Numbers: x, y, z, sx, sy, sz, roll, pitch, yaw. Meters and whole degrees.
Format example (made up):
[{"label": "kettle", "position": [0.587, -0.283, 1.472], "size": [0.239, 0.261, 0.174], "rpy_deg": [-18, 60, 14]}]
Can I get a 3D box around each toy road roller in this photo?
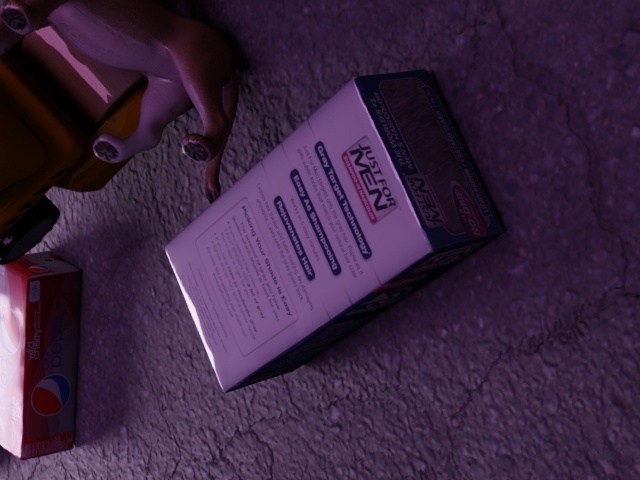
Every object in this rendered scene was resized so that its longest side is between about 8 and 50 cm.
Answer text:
[{"label": "toy road roller", "position": [-0.334, -0.129, 1.395], "size": [0.329, 0.240, 0.202], "rpy_deg": [-44, 87, 5]}]

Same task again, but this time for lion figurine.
[{"label": "lion figurine", "position": [-0.208, -0.226, 1.346], "size": [0.392, 0.240, 0.142], "rpy_deg": [43, 134, -16]}]

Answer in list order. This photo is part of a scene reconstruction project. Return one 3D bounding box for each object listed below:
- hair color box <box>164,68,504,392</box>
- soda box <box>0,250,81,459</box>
[{"label": "hair color box", "position": [0.000, 0.000, 1.241], "size": [0.347, 0.105, 0.174], "rpy_deg": [-37, 72, 46]}, {"label": "soda box", "position": [-0.381, 0.153, 1.719], "size": [0.092, 0.083, 0.263], "rpy_deg": [23, 113, 44]}]
